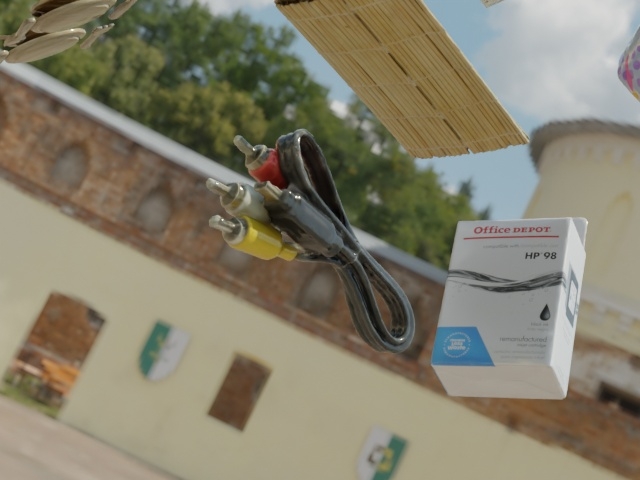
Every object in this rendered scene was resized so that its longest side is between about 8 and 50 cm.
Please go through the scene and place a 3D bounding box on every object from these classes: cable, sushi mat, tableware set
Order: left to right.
[{"bbox_3d":[-0.264,-0.221,1.311,0.194,0.128,0.039,-19,-88,62],"label":"tableware set"},{"bbox_3d":[0.000,0.000,1.307,0.072,0.139,0.287,-8,-37,36],"label":"cable"},{"bbox_3d":[0.093,-0.173,1.384,0.151,0.019,0.316,-6,-29,31],"label":"sushi mat"}]

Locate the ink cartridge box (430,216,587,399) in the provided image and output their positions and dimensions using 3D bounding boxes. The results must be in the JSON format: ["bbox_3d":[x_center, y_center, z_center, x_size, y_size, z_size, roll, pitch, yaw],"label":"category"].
[{"bbox_3d":[0.163,0.041,1.122,0.104,0.180,0.060,-2,-34,25],"label":"ink cartridge box"}]

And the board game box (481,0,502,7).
[{"bbox_3d":[0.201,-0.337,1.587,0.103,0.026,0.154,49,33,5],"label":"board game box"}]

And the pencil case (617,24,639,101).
[{"bbox_3d":[0.381,-0.229,1.200,0.124,0.113,0.273,-1,-38,-26],"label":"pencil case"}]
